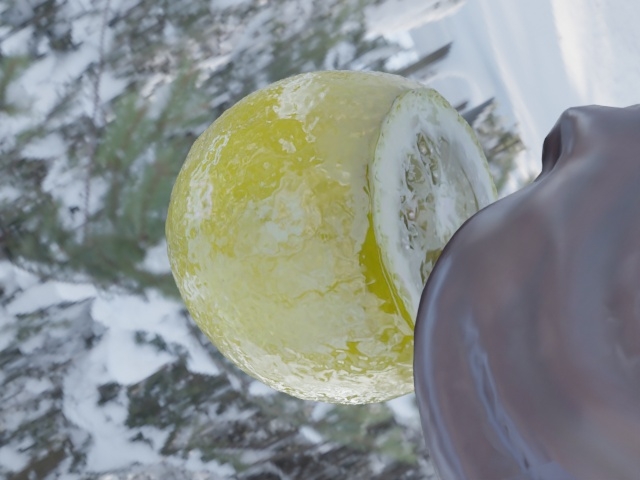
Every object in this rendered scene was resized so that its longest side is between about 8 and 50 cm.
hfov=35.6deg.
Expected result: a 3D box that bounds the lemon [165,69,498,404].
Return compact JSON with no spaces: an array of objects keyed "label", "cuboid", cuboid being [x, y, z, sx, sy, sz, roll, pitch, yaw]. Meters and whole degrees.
[{"label":"lemon","cuboid":[0.000,0.000,0.721,0.240,0.219,0.240,18,-112,-54]}]

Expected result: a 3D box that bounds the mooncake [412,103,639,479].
[{"label":"mooncake","cuboid":[0.219,0.044,0.414,0.326,0.334,0.174,23,164,31]}]
